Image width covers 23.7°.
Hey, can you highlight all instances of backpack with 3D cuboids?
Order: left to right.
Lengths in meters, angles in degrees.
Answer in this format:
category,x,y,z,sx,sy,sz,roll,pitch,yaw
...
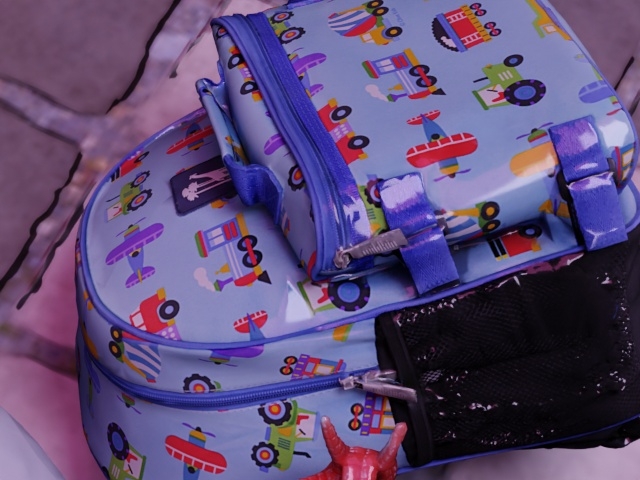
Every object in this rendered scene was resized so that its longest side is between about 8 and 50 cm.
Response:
category,x,y,z,sx,sy,sz,roll,pitch,yaw
backpack,0.000,0.000,0.468,0.173,0.117,0.158,-16,39,-1

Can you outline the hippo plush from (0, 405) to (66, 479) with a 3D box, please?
category,x,y,z,sx,sy,sz,roll,pitch,yaw
hippo plush,-0.076,0.164,0.364,0.234,0.294,0.236,3,34,-23

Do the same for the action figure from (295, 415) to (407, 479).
category,x,y,z,sx,sy,sz,roll,pitch,yaw
action figure,0.086,0.120,0.414,0.280,0.139,0.091,3,62,2
